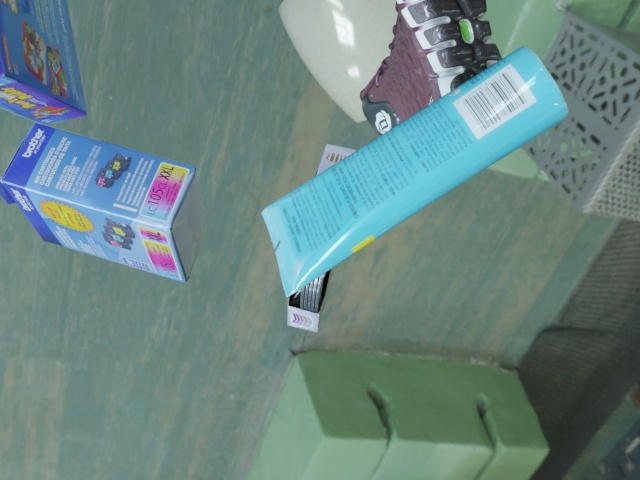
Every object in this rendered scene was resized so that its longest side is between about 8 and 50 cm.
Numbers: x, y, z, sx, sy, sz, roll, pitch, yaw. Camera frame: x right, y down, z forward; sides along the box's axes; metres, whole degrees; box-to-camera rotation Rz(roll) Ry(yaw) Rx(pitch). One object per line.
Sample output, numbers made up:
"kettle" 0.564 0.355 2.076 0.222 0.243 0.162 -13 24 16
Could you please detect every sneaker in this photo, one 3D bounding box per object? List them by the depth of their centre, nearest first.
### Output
"sneaker" 0.079 -0.198 0.626 0.106 0.162 0.281 -11 90 -31

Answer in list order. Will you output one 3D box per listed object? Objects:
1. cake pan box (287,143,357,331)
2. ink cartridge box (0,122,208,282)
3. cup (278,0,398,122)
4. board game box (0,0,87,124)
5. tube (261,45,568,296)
"cake pan box" 0.000 0.000 1.194 0.070 0.267 0.246 12 139 7
"ink cartridge box" -0.444 -0.076 1.318 0.395 0.151 0.270 17 155 4
"cup" 0.113 -0.351 1.195 0.331 0.331 0.237 -16 98 -2
"board game box" -0.445 -0.361 0.926 0.078 0.233 0.347 -11 87 5
"tube" 0.053 -0.045 0.424 0.207 0.080 0.052 -31 132 11
